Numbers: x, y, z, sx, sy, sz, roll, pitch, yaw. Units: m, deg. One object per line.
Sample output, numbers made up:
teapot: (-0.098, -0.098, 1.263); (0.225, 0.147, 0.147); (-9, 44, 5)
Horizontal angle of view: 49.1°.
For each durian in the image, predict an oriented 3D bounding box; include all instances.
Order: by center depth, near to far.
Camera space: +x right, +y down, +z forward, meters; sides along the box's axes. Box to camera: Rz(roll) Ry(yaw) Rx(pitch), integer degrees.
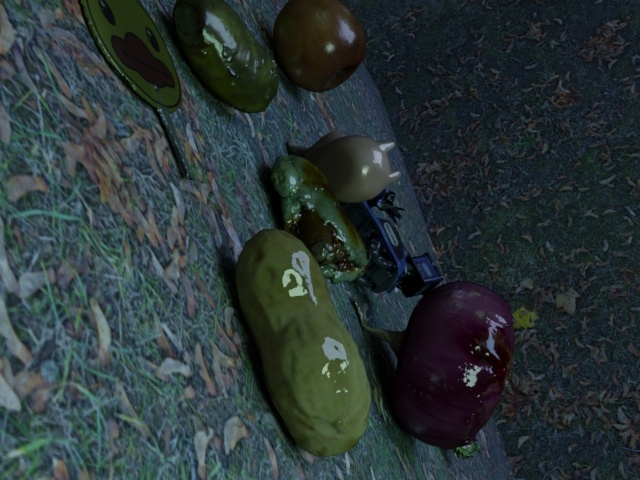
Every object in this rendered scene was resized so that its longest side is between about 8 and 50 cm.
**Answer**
durian: (0.345, 0.476, 1.856); (0.137, 0.095, 0.220); (-7, 74, -38)

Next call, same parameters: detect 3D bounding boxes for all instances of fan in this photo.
fan: (-0.240, -0.236, 0.958); (0.334, 0.011, 0.229); (67, 14, 7)

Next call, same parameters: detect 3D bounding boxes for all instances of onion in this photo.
onion: (0.260, 0.266, 1.515); (0.358, 0.345, 0.358); (-7, 90, -69)

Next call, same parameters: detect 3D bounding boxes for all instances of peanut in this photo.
peanut: (-0.022, 0.133, 0.935); (0.147, 0.148, 0.318); (-6, 77, -75)

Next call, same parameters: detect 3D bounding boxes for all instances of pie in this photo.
pie: (-0.001, -0.042, 1.324); (0.274, 0.105, 0.257); (63, 18, 20)

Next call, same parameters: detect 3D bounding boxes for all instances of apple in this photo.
apple: (-0.005, -0.514, 1.803); (0.253, 0.254, 0.253); (59, 16, -29)

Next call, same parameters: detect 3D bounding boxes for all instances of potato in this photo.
potato: (-0.162, -0.312, 1.170); (0.251, 0.113, 0.149); (40, 37, -44)

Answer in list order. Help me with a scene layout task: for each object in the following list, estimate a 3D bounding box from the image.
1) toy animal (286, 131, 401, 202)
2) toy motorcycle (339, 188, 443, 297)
toy animal: (0.045, -0.149, 1.487); (0.250, 0.154, 0.166); (4, -73, 60)
toy motorcycle: (0.132, -0.026, 1.679); (0.213, 0.125, 0.358); (-6, 61, -43)
